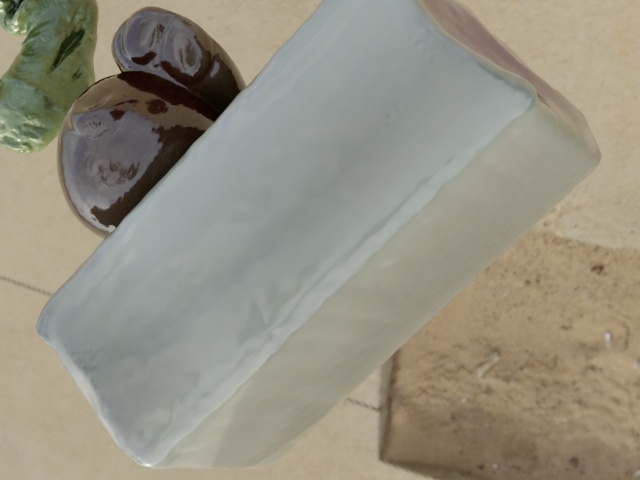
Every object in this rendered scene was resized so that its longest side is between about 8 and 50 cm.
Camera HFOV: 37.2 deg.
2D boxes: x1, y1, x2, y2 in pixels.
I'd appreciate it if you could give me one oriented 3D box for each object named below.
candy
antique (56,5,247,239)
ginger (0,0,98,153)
[{"bbox_3d":[0.002,0.002,0.639,0.359,0.208,0.145,-45,66,14],"label":"candy"},{"bbox_3d":[-0.116,-0.043,0.723,0.121,0.143,0.257,22,161,8],"label":"antique"},{"bbox_3d":[-0.312,-0.235,1.044,0.089,0.137,0.290,-11,82,39],"label":"ginger"}]
